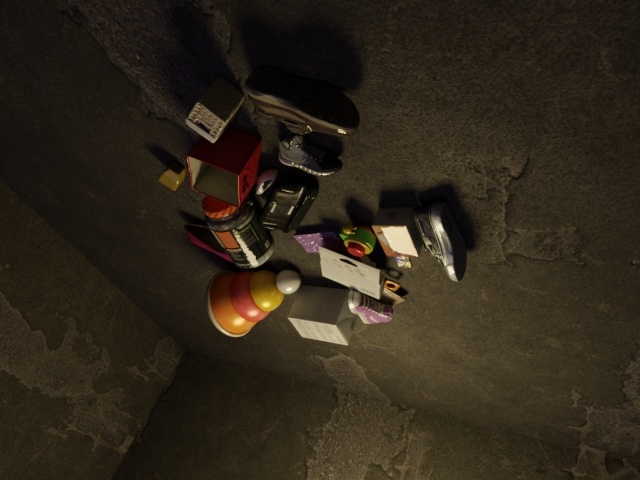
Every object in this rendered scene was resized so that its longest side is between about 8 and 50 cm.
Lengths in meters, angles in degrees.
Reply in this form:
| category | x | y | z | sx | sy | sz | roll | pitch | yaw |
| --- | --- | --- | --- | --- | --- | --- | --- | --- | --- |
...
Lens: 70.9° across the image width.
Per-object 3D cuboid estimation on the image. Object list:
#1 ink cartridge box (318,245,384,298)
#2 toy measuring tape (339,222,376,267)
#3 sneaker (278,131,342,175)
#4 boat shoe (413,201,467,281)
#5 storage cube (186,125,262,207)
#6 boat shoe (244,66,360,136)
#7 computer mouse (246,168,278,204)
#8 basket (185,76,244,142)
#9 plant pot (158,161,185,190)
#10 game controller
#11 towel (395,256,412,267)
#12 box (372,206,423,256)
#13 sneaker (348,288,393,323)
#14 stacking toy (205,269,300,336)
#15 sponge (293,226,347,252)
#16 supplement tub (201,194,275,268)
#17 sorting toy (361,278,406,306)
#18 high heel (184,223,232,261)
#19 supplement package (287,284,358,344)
| category | x | y | z | sx | sy | sz | roll | pitch | yaw |
| --- | --- | --- | --- | --- | --- | --- | --- | --- | --- |
| ink cartridge box | 0.128 | 0.114 | 1.841 | 0.275 | 0.060 | 0.239 | 21 | 148 | 20 |
| toy measuring tape | 0.180 | 0.034 | 1.743 | 0.121 | 0.121 | 0.330 | 0 | 148 | 33 |
| sneaker | -0.041 | -0.292 | 1.451 | 0.229 | 0.086 | 0.132 | 14 | 143 | 17 |
| boat shoe | 0.416 | 0.001 | 1.555 | 0.119 | 0.121 | 0.335 | 3 | 131 | 41 |
| storage cube | -0.326 | -0.265 | 1.569 | 0.215 | 0.193 | 0.183 | 21 | 146 | 5 |
| boat shoe | -0.049 | -0.386 | 1.308 | 0.355 | 0.132 | 0.130 | 27 | 157 | 12 |
| computer mouse | -0.222 | -0.213 | 1.675 | 0.042 | 0.106 | 0.193 | 31 | 138 | -22 |
| basket | -0.323 | -0.409 | 1.396 | 0.113 | 0.167 | 0.103 | 36 | 140 | -16 |
| plant pot | -0.601 | -0.271 | 1.842 | 0.081 | 0.081 | 0.083 | 34 | 135 | -13 |
| game controller | -0.127 | -0.129 | 1.706 | 0.166 | 0.067 | 0.319 | 13 | 146 | -17 |
| towel | 0.329 | 0.080 | 1.793 | 0.060 | 0.009 | 0.083 | 4 | 142 | 29 |
| box | 0.280 | -0.029 | 1.601 | 0.130 | 0.091 | 0.170 | -1 | 139 | 33 |
| sneaker | 0.233 | 0.288 | 1.989 | 0.161 | 0.102 | 0.282 | -4 | 151 | 28 |
| stacking toy | -0.300 | 0.265 | 2.242 | 0.480 | 0.350 | 0.350 | -21 | 127 | 29 |
| sponge | 0.000 | 0.000 | 1.873 | 0.210 | 0.031 | 0.117 | -5 | 136 | 37 |
| supplement tub | -0.337 | -0.057 | 1.849 | 0.207 | 0.207 | 0.338 | 6 | 142 | 26 |
| sorting toy | 0.264 | 0.238 | 2.024 | 0.196 | 0.047 | 0.348 | 28 | 147 | -13 |
| high heel | -0.469 | 0.002 | 2.079 | 0.377 | 0.127 | 0.181 | 4 | 152 | 34 |
| supplement package | 0.020 | 0.363 | 2.207 | 0.263 | 0.199 | 0.198 | 3 | 142 | 29 |
